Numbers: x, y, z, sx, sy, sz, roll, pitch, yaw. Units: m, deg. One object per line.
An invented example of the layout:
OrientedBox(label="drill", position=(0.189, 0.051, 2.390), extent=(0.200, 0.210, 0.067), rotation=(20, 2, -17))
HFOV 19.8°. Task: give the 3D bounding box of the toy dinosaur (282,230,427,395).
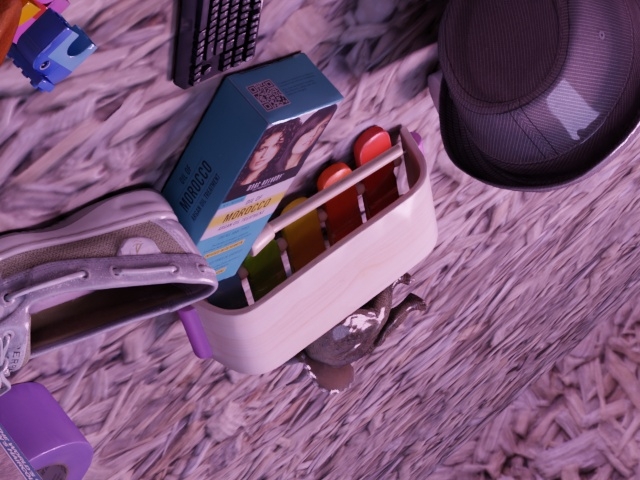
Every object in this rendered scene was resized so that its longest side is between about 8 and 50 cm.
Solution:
OrientedBox(label="toy dinosaur", position=(0.030, 0.088, 2.082), extent=(0.160, 0.121, 0.313), rotation=(-51, 169, -14))

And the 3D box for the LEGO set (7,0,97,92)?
OrientedBox(label="LEGO set", position=(-0.218, -0.128, 1.111), extent=(0.093, 0.087, 0.227), rotation=(-43, 161, 6))

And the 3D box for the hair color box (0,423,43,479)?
OrientedBox(label="hair color box", position=(-0.396, 0.280, 1.559), extent=(0.347, 0.174, 0.105), rotation=(-48, 160, 18))

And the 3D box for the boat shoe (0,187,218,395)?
OrientedBox(label="boat shoe", position=(-0.227, 0.058, 1.499), extent=(0.320, 0.103, 0.118), rotation=(-26, 157, -41))

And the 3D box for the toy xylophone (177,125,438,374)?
OrientedBox(label="toy xylophone", position=(0.000, 0.000, 1.856), extent=(0.322, 0.081, 0.236), rotation=(-31, 145, -22))

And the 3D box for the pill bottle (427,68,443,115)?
OrientedBox(label="pill bottle", position=(0.205, -0.169, 1.834), extent=(0.184, 0.103, 0.103), rotation=(-25, 160, -7))

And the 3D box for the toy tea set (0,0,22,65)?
OrientedBox(label="toy tea set", position=(-0.184, -0.220, 0.912), extent=(0.200, 0.124, 0.336), rotation=(-71, -174, -72))

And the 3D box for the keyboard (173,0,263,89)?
OrientedBox(label="keyboard", position=(-0.061, -0.186, 1.401), extent=(0.108, 0.023, 0.180), rotation=(-34, 162, -23))

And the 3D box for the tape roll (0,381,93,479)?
OrientedBox(label="tape roll", position=(-0.316, 0.227, 1.756), extent=(0.189, 0.080, 0.189), rotation=(-36, 161, -14))

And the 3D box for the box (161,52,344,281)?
OrientedBox(label="box", position=(-0.078, -0.052, 1.618), extent=(0.100, 0.060, 0.244), rotation=(-23, 155, -44))

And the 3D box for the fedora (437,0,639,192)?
OrientedBox(label="fedora", position=(0.190, -0.181, 1.659), extent=(0.243, 0.275, 0.124), rotation=(-13, 145, 31))
